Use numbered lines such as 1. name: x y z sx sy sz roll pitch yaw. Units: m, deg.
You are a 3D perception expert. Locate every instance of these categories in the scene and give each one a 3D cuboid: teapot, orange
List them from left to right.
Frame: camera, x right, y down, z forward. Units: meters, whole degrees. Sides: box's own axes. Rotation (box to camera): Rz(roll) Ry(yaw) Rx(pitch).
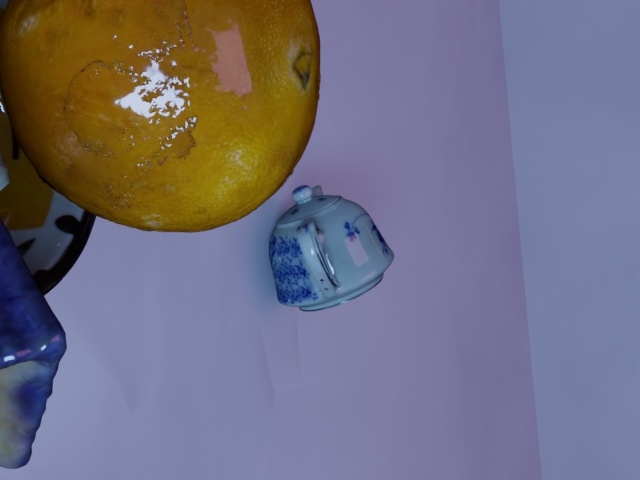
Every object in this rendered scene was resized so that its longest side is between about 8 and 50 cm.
1. orange: -0.113 -0.121 0.819 0.240 0.240 0.240 -3 90 -65
2. teapot: 0.000 0.000 1.423 0.232 0.159 0.159 -79 160 -75

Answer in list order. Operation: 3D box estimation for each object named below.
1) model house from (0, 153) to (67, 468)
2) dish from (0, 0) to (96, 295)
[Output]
1. model house: -0.291 0.031 0.541 0.245 0.280 0.312 55 6 30
2. dish: -0.285 -0.079 0.835 0.303 0.120 0.303 -3 90 -65
